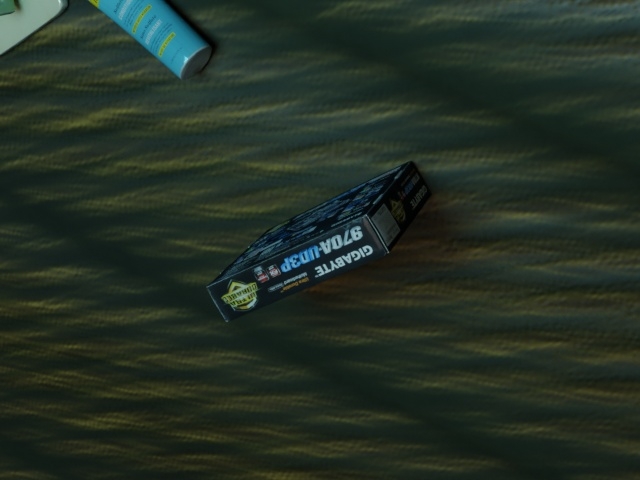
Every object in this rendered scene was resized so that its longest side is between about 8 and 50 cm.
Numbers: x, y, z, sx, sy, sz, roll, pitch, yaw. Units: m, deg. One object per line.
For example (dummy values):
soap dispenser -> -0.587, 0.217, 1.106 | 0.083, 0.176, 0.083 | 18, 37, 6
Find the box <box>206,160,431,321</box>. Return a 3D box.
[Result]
box -> 0.000, 0.000, 1.131 | 0.220, 0.175, 0.051 | -25, 102, 28

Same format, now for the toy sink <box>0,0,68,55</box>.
toy sink -> -0.445, -0.339, 1.209 | 0.153, 0.131, 0.234 | -24, 100, 29

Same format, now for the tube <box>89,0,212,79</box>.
tube -> -0.217, -0.276, 1.192 | 0.207, 0.052, 0.080 | 43, 110, 10
